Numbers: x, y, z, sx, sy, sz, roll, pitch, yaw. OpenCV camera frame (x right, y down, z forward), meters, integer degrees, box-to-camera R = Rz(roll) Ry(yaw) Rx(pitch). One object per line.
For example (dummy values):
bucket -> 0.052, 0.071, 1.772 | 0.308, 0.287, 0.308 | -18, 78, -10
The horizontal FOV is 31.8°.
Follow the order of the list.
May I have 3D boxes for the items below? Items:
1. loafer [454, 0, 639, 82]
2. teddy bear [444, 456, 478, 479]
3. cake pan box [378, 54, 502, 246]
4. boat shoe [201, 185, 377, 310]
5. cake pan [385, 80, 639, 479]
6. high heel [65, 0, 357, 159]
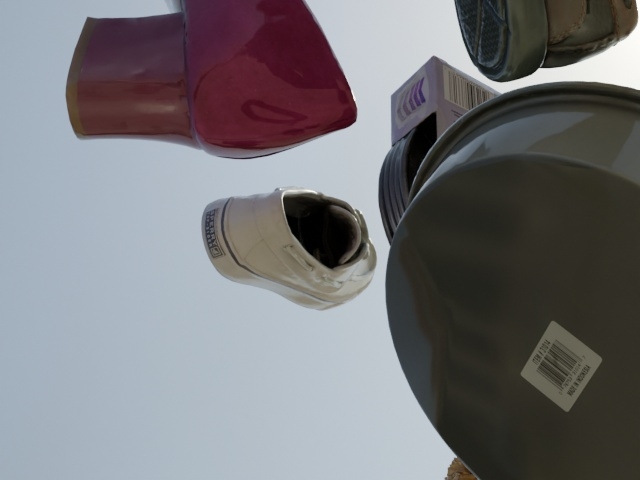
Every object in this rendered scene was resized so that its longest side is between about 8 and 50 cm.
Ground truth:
loafer -> 0.098, -0.214, 0.537 | 0.084, 0.096, 0.267 | -13, -73, -12
teddy bear -> 0.268, 0.210, 0.888 | 0.245, 0.338, 0.113 | -14, -61, -69
cake pan box -> 0.170, -0.003, 0.935 | 0.267, 0.246, 0.070 | 24, -44, -27
boat shoe -> 0.000, 0.000, 1.008 | 0.088, 0.096, 0.267 | -16, -19, 25
cake pan -> 0.150, 0.059, 0.621 | 0.054, 0.293, 0.293 | -34, -39, -39
high heel -> -0.046, -0.207, 0.794 | 0.181, 0.377, 0.127 | 2, -32, 9
